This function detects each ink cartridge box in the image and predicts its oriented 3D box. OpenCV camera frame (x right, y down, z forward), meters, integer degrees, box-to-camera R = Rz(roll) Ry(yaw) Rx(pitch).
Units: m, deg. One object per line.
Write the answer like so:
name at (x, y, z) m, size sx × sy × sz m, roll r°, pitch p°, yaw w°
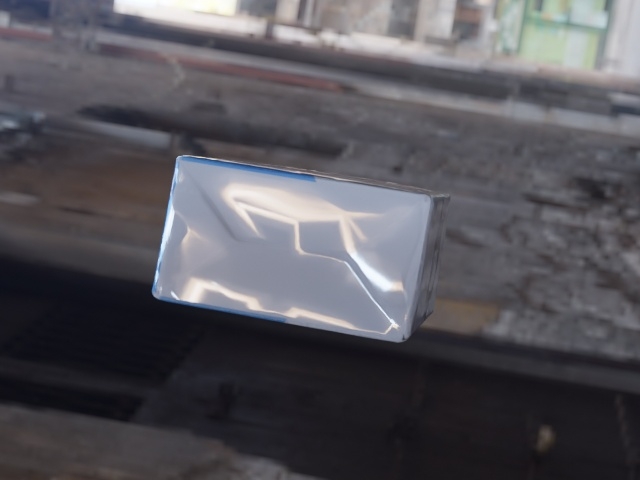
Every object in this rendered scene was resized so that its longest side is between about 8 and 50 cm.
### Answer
ink cartridge box at (0.000, 0.000, 0.687) m, size 0.180 × 0.104 × 0.060 m, roll -15°, pitch -66°, yaw -82°
